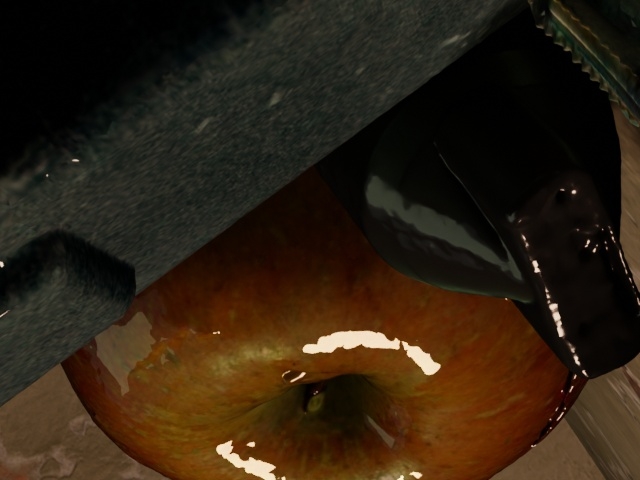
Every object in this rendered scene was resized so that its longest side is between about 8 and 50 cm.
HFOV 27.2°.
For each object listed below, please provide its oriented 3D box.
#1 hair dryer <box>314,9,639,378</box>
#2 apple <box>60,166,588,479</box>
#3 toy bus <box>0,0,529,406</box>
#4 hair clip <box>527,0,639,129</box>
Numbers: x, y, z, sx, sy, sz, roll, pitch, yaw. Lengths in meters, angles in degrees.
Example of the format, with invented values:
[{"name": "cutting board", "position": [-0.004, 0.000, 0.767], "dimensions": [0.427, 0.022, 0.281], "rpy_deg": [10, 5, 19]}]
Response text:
[{"name": "hair dryer", "position": [-0.036, -0.017, 0.537], "dimensions": [0.244, 0.302, 0.116], "rpy_deg": [-122, 13, -51]}, {"name": "apple", "position": [0.000, 0.000, 0.918], "dimensions": [0.384, 0.374, 0.374], "rpy_deg": [14, -163, -17]}, {"name": "toy bus", "position": [-0.096, -0.077, 0.416], "dimensions": [0.194, 0.323, 0.162], "rpy_deg": [53, -179, 14]}, {"name": "hair clip", "position": [0.105, -0.023, 0.358], "dimensions": [0.049, 0.049, 0.173], "rpy_deg": [54, -172, -46]}]
